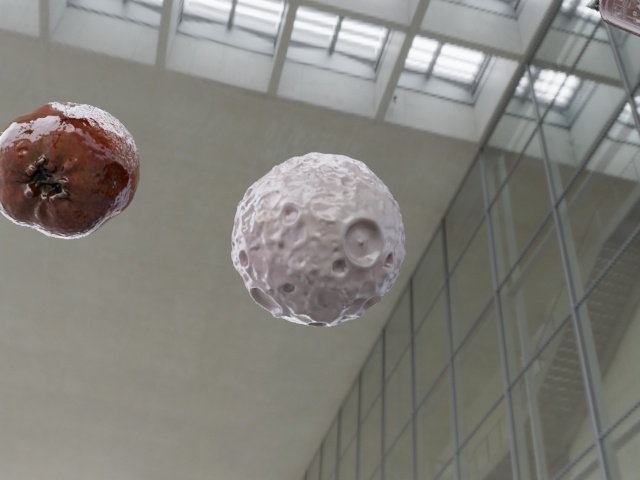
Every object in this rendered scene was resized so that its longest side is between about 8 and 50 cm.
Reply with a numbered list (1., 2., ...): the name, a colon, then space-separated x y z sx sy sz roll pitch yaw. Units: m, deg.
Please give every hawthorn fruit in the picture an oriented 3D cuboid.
1. hawthorn fruit: -0.364 -0.108 1.177 0.205 0.253 0.205 0 -77 0

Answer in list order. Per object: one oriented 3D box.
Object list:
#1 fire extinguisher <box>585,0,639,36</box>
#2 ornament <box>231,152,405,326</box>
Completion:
1. fire extinguisher: 0.476 -0.326 1.107 0.105 0.269 0.104 -19 -51 -25
2. ornament: 0.000 0.000 1.167 0.259 0.259 0.225 34 -17 -28
